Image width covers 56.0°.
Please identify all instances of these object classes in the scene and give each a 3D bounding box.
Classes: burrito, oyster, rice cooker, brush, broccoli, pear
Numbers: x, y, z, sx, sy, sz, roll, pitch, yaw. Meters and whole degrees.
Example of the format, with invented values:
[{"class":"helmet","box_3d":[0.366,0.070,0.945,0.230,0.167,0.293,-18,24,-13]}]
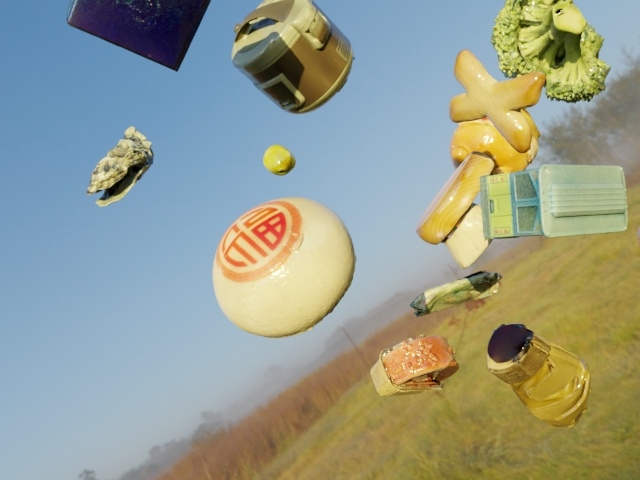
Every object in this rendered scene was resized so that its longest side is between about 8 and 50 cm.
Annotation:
[{"class":"burrito","box_3d":[0.428,0.164,1.894,0.309,0.066,0.096,-17,-54,-12]},{"class":"oyster","box_3d":[-0.614,-0.230,1.860,0.162,0.351,0.158,-1,-45,8]},{"class":"rice cooker","box_3d":[-0.095,-0.594,1.880,0.335,0.335,0.325,-38,-51,19]},{"class":"brush","box_3d":[0.371,-0.079,1.503,0.266,0.166,0.174,-58,-2,22]},{"class":"broccoli","box_3d":[0.599,-0.516,1.608,0.249,0.375,0.302,-32,-1,33]},{"class":"pear","box_3d":[-0.116,-0.220,1.683,0.092,0.092,0.097,-36,26,12]}]

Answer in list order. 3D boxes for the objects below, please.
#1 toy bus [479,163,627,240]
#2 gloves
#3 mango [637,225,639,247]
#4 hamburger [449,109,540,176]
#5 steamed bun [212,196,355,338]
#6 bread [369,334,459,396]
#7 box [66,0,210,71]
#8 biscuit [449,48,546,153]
[{"class":"toy bus","box_3d":[0.517,-0.082,1.331,0.312,0.152,0.190,-4,-1,-35]},{"class":"gloves","box_3d":[0.458,0.282,1.198,0.154,0.331,0.141,-53,30,0]},{"class":"mango","box_3d":[0.811,-0.016,1.436,0.089,0.115,0.165,-16,-39,14]},{"class":"hamburger","box_3d":[0.528,-0.275,1.872,0.236,0.276,0.276,-60,0,-28]},{"class":"steamed bun","box_3d":[-0.082,0.034,1.118,0.283,0.283,0.177,-35,-46,5]},{"class":"bread","box_3d":[0.258,0.338,1.586,0.224,0.142,0.212,8,-36,-41]},{"class":"box","box_3d":[-0.388,-0.565,1.343,0.261,0.116,0.279,18,-64,-32]},{"class":"biscuit","box_3d":[0.343,-0.280,1.205,0.047,0.208,0.164,-24,-49,-27]}]
